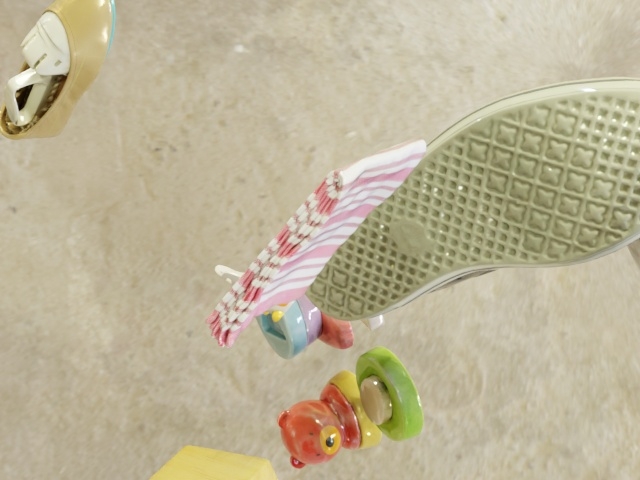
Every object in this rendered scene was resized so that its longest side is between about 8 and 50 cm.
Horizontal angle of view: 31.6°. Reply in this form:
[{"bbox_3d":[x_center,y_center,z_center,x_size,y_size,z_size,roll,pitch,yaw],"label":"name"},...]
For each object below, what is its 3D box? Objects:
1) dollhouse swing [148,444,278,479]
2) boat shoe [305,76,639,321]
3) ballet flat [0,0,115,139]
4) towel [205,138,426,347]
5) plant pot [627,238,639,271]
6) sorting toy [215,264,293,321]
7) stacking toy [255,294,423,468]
[{"bbox_3d":[-0.158,0.507,1.485,0.315,0.305,0.346,-5,111,53],"label":"dollhouse swing"},{"bbox_3d":[0.182,-0.048,1.203,0.500,0.156,0.186,-25,97,41],"label":"boat shoe"},{"bbox_3d":[-0.265,-0.167,1.112,0.080,0.073,0.232,57,142,15],"label":"ballet flat"},{"bbox_3d":[0.000,0.000,0.905,0.029,0.144,0.197,47,123,9],"label":"towel"},{"bbox_3d":[0.474,-0.010,1.411,0.188,0.187,0.167,-39,117,14],"label":"plant pot"},{"bbox_3d":[-0.072,0.046,1.170,0.075,0.083,0.044,28,88,-18],"label":"sorting toy"},{"bbox_3d":[0.000,0.173,1.559,0.130,0.279,0.308,-22,94,-21],"label":"stacking toy"}]
